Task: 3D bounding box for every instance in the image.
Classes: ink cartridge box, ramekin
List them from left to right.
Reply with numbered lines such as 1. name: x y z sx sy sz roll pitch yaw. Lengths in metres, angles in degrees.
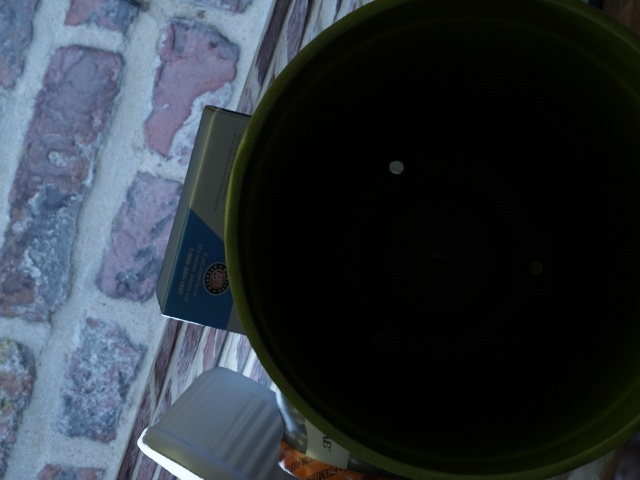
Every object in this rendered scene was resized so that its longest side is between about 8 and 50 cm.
1. ramekin: -0.062 0.252 2.088 0.127 0.273 0.273 -57 9 -12
2. ink cartridge box: 0.000 0.000 1.964 0.129 0.307 0.223 -140 65 -79

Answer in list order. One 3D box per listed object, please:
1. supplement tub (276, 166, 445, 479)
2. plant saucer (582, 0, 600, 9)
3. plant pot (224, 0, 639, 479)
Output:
1. supplement tub: 0.069 0.090 1.819 0.193 0.193 0.316 -152 76 -77
2. plant saucer: 0.241 -0.160 1.745 0.067 0.018 0.192 134 149 -66
3. plant pot: 0.108 0.004 1.485 0.353 0.366 0.367 119 164 -86
